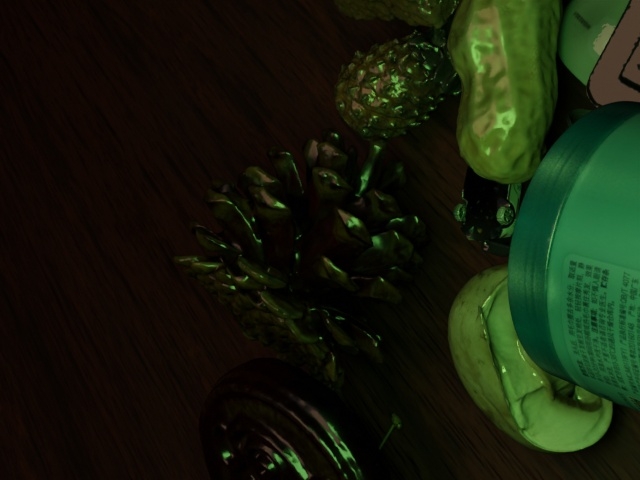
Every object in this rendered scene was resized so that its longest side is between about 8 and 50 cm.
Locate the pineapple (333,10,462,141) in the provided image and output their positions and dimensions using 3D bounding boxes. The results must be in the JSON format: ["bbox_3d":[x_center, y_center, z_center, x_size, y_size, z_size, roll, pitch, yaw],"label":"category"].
[{"bbox_3d":[0.167,-0.274,1.745,0.310,0.141,0.170,-31,34,28],"label":"pineapple"}]

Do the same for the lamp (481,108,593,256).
[{"bbox_3d":[0.332,-0.031,1.508,0.172,0.147,0.227,45,124,31],"label":"lamp"}]

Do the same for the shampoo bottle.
[{"bbox_3d":[0.429,0.042,1.216,0.343,0.331,0.331,21,97,49],"label":"shampoo bottle"}]

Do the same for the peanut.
[{"bbox_3d":[0.244,-0.230,1.560,0.152,0.152,0.313,1,89,49],"label":"peanut"}]

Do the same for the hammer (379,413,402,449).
[{"bbox_3d":[0.091,0.315,1.788,0.123,0.014,0.029,-62,35,23],"label":"hammer"}]

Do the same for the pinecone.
[{"bbox_3d":[0.000,0.000,1.728,0.384,0.384,0.384,-14,72,47],"label":"pinecone"}]

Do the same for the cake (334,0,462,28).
[{"bbox_3d":[0.116,-0.497,1.710,0.282,0.255,0.290,17,64,50],"label":"cake"}]

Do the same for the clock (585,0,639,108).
[{"bbox_3d":[0.479,-0.233,1.385,0.273,0.049,0.279,35,107,32],"label":"clock"}]

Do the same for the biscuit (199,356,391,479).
[{"bbox_3d":[-0.039,0.370,1.736,0.407,0.091,0.407,28,130,39],"label":"biscuit"}]

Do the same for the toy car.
[{"bbox_3d":[0.248,-0.096,1.663,0.095,0.056,0.204,5,82,50],"label":"toy car"}]

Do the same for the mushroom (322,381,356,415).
[{"bbox_3d":[0.009,0.285,1.847,0.127,0.087,0.127,24,123,44],"label":"mushroom"}]

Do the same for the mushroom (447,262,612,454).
[{"bbox_3d":[0.267,0.138,1.503,0.253,0.195,0.189,64,161,-11],"label":"mushroom"}]

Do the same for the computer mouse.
[{"bbox_3d":[0.389,-0.243,1.520,0.128,0.079,0.231,-56,49,23],"label":"computer mouse"}]
